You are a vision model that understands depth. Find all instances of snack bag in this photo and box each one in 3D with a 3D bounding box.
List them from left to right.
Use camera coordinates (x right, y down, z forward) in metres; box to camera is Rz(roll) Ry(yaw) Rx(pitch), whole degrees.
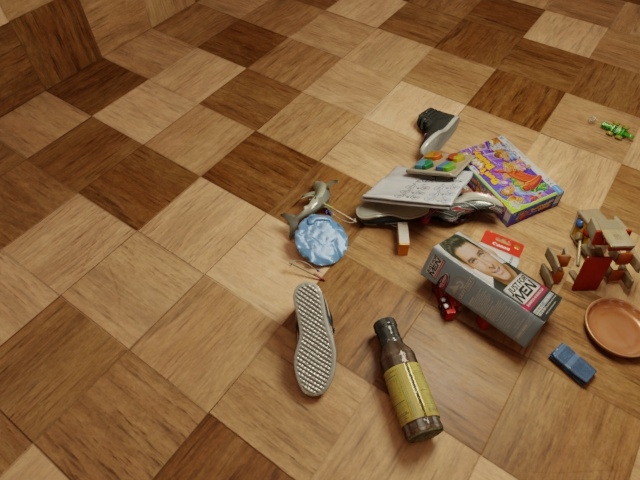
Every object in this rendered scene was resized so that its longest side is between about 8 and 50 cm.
[{"bbox_3d":[0.355,-0.200,1.758,0.322,0.037,0.342,8,30,30],"label":"snack bag"}]

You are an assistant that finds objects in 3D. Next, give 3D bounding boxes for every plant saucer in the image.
[{"bbox_3d":[0.899,0.266,1.503,0.199,0.037,0.200,0,53,0],"label":"plant saucer"}]

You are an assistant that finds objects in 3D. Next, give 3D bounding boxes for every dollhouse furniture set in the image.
[{"bbox_3d":[0.849,0.064,1.523,0.261,0.259,0.135,-1,42,2],"label":"dollhouse furniture set"}]

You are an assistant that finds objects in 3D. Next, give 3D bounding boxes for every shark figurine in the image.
[{"bbox_3d":[-0.009,-0.118,1.788,0.166,0.116,0.278,-8,34,39],"label":"shark figurine"}]

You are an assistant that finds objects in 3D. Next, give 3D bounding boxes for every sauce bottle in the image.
[{"bbox_3d":[0.233,0.376,1.386,0.111,0.111,0.345,-10,52,-7],"label":"sauce bottle"}]

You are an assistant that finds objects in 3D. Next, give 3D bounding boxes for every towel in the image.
[{"bbox_3d":[0.731,0.357,1.441,0.067,0.029,0.119,-32,57,-22],"label":"towel"}]

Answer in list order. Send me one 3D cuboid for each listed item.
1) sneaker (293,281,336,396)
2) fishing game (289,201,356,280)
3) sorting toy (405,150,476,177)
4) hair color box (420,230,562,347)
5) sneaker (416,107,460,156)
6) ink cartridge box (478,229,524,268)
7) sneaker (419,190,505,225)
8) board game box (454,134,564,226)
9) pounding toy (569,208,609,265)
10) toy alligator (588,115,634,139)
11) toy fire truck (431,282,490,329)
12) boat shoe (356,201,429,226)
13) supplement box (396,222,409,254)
[{"bbox_3d":[-0.015,0.288,1.463,0.126,0.127,0.322,-4,77,5],"label":"sneaker"},{"bbox_3d":[0.000,0.000,1.699,0.189,0.041,0.264,25,68,-1],"label":"fishing game"},{"bbox_3d":[0.443,-0.287,1.827,0.192,0.038,0.208,12,34,38],"label":"sorting toy"},{"bbox_3d":[0.517,0.137,1.523,0.374,0.114,0.185,37,37,25],"label":"hair color box"},{"bbox_3d":[0.440,-0.442,2.028,0.146,0.105,0.296,28,52,23],"label":"sneaker"},{"bbox_3d":[0.603,0.040,1.682,0.145,0.045,0.179,25,59,19],"label":"ink cartridge box"},{"bbox_3d":[0.497,-0.108,1.761,0.298,0.121,0.112,2,79,15],"label":"sneaker"},{"bbox_3d":[0.693,-0.232,1.868,0.233,0.078,0.347,-22,55,-15],"label":"board game box"},{"bbox_3d":[0.898,-0.010,1.673,0.100,0.141,0.130,-5,38,-3],"label":"pounding toy"},{"bbox_3d":[1.207,-0.466,2.061,0.189,0.056,0.051,38,20,28],"label":"toy alligator"},{"bbox_3d":[0.440,0.194,1.562,0.135,0.047,0.192,-8,50,-7],"label":"toy fire truck"},{"bbox_3d":[0.254,-0.095,1.755,0.254,0.079,0.095,-9,64,7],"label":"boat shoe"},{"bbox_3d":[0.284,-0.006,1.712,0.036,0.062,0.099,1,53,3],"label":"supplement box"}]
